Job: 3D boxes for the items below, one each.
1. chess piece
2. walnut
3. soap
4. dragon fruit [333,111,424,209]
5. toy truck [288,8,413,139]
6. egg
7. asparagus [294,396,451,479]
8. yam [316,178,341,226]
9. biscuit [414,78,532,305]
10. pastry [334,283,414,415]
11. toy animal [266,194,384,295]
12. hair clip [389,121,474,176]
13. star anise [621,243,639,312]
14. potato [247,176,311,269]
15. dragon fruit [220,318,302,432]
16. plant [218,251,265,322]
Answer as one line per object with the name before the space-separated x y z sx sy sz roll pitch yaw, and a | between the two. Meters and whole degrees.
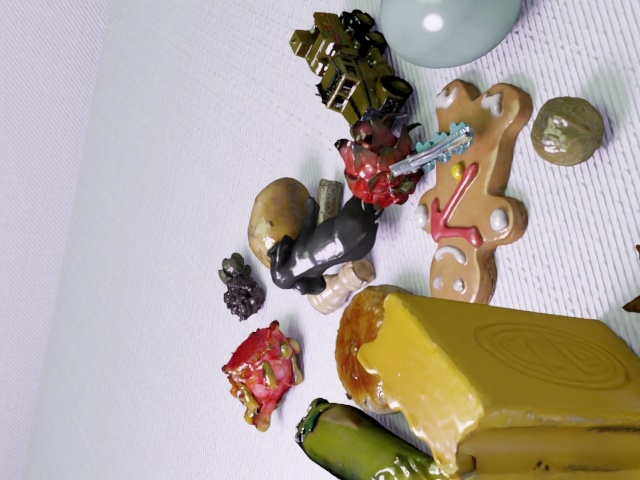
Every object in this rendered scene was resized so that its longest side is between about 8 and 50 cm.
chess piece | 0.037 0.073 1.545 0.122 0.066 0.066 -35 56 46
walnut | 0.295 -0.131 1.114 0.092 0.092 0.092 -14 73 58
soap | 0.222 0.156 0.961 0.204 0.324 0.096 52 124 48
dragon fruit | 0.091 -0.118 1.409 0.121 0.130 0.142 -5 92 21
toy truck | 0.047 -0.269 1.515 0.127 0.127 0.257 -58 43 36
egg | 0.172 -0.319 1.261 0.231 0.168 0.168 -11 76 61
asparagus | 0.101 0.331 1.336 0.108 0.128 0.382 -45 29 -16
yam | 0.013 -0.060 1.619 0.043 0.043 0.094 11 96 60
biscuit | 0.201 -0.055 1.294 0.216 0.047 0.340 18 101 60
pastry | 0.089 0.165 1.405 0.182 0.093 0.192 -56 42 44
toy animal | -0.005 -0.002 1.499 0.245 0.114 0.146 -37 27 40
hair clip | 0.160 -0.128 1.286 0.173 0.049 0.049 -24 66 55
star anise | 0.381 0.055 0.958 0.168 0.057 0.168 -18 70 59
potato | -0.066 -0.022 1.665 0.137 0.137 0.176 -36 52 52
dragon fruit | -0.107 0.251 1.704 0.133 0.150 0.208 -90 3 -81
plant | -0.165 0.086 1.872 0.085 0.087 0.174 -35 44 9
